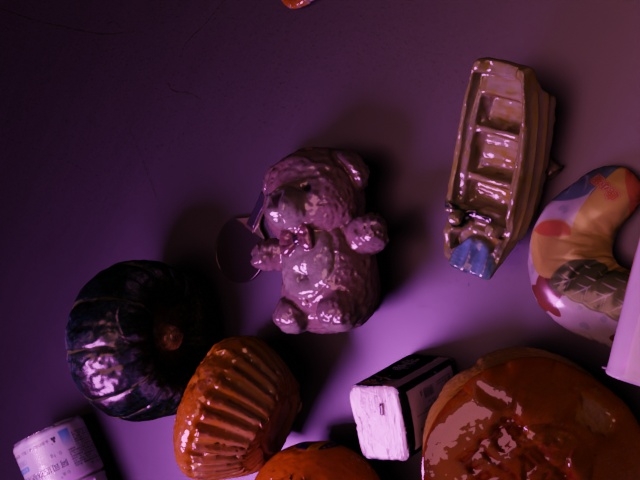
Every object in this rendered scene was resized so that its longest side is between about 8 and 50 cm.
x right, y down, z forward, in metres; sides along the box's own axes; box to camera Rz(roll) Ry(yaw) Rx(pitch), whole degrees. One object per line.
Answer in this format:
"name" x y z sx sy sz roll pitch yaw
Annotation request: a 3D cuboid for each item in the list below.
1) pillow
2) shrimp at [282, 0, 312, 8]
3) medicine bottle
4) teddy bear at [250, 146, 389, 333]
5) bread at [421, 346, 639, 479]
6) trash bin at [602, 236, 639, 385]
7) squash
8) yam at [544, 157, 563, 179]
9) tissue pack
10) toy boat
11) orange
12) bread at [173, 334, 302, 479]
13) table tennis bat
"pillow" 0.371 0.025 1.103 0.233 0.086 0.214 30 99 27
"shrimp" -0.017 -0.386 1.307 0.114 0.023 0.083 -12 87 34
"medicine bottle" -0.451 0.411 1.593 0.135 0.135 0.168 -31 82 29
"teddy bear" 0.001 0.001 1.271 0.236 0.151 0.267 -7 97 37
"bread" 0.252 0.264 1.103 0.270 0.148 0.270 0 96 -1
"trash bin" 0.454 0.000 0.911 0.296 0.256 0.368 18 92 18
"squash" -0.276 0.153 1.391 0.165 0.252 0.252 -11 90 25
"yam" 0.262 -0.132 1.174 0.129 0.033 0.027 51 144 20
"tissue pack" 0.118 0.221 1.214 0.090 0.170 0.103 -7 93 34
"toy boat" 0.226 -0.092 1.145 0.111 0.084 0.276 25 118 41
"orange" -0.003 0.397 1.296 0.219 0.193 0.219 -6 78 28
"bread" -0.125 0.253 1.330 0.139 0.240 0.240 23 107 15
"table tennis bat" -0.115 -0.005 1.415 0.095 0.014 0.158 37 114 23
